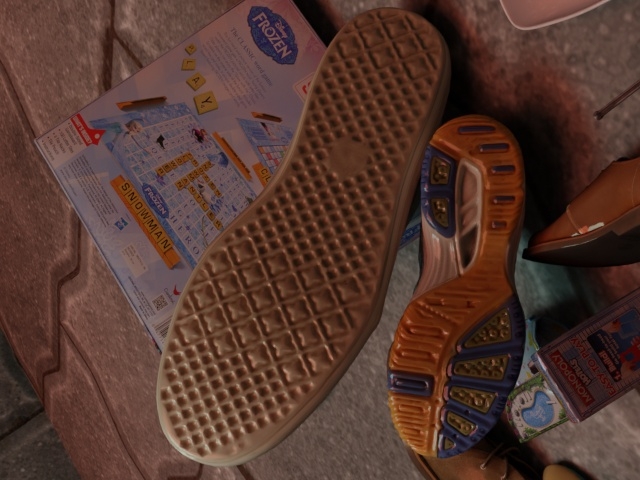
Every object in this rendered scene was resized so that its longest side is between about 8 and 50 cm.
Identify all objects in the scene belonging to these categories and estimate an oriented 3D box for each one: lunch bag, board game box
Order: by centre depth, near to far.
[{"bbox_3d":[0.220,0.086,0.791,0.060,0.194,0.194,59,149,12],"label":"board game box"},{"bbox_3d":[0.211,0.110,0.966,0.083,0.053,0.071,54,151,3],"label":"lunch bag"},{"bbox_3d":[-0.089,-0.064,1.077,0.318,0.318,0.066,57,180,18],"label":"board game box"}]

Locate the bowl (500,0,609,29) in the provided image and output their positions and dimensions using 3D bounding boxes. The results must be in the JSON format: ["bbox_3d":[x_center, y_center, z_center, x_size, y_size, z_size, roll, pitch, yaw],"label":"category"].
[{"bbox_3d":[0.184,-0.240,0.766,0.142,0.053,0.142,-10,102,60],"label":"bowl"}]

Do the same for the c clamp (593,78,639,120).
[{"bbox_3d":[0.290,-0.076,0.708,0.137,0.022,0.160,-48,68,31],"label":"c clamp"}]

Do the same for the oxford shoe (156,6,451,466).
[{"bbox_3d":[0.000,0.000,0.937,0.169,0.449,0.130,22,165,11],"label":"oxford shoe"}]

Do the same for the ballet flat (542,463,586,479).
[{"bbox_3d":[0.275,0.324,0.989,0.232,0.073,0.080,54,150,22],"label":"ballet flat"}]

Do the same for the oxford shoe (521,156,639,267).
[{"bbox_3d":[0.237,-0.023,0.836,0.212,0.076,0.076,148,128,-62],"label":"oxford shoe"}]

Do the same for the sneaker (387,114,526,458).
[{"bbox_3d":[0.132,0.042,0.912,0.112,0.131,0.296,11,92,11],"label":"sneaker"}]

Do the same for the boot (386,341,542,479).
[{"bbox_3d":[0.171,0.231,1.093,0.115,0.112,0.305,-24,92,39],"label":"boot"}]
